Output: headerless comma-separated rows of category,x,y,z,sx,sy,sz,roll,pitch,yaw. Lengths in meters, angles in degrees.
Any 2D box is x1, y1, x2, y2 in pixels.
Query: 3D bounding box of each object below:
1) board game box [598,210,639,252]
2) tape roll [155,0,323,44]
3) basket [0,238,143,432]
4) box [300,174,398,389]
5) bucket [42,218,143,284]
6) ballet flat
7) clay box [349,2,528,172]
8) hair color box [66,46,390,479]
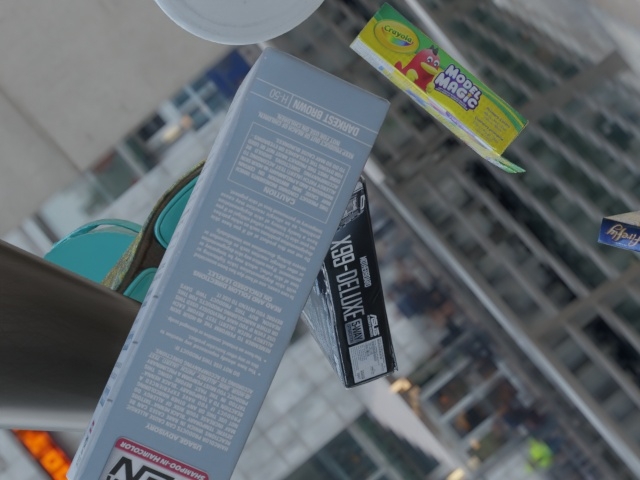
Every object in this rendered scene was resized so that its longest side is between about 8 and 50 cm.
board game box,0.566,-0.007,2.609,0.165,0.042,0.243,15,-168,29
tape roll,-0.108,-0.363,1.864,0.246,0.246,0.169,48,-179,-31
basket,-0.282,0.092,1.483,0.227,0.204,0.154,17,161,-24
box,0.000,0.000,2.079,0.242,0.077,0.307,-125,19,-53
bucket,-0.275,0.106,2.200,0.281,0.281,0.183,50,180,1
ballet flat,-0.174,0.025,1.850,0.123,0.348,0.123,35,171,6
clay box,0.134,-0.156,1.711,0.222,0.053,0.127,38,180,-4
hair color box,-0.080,0.047,1.315,0.114,0.374,0.185,25,173,-6
